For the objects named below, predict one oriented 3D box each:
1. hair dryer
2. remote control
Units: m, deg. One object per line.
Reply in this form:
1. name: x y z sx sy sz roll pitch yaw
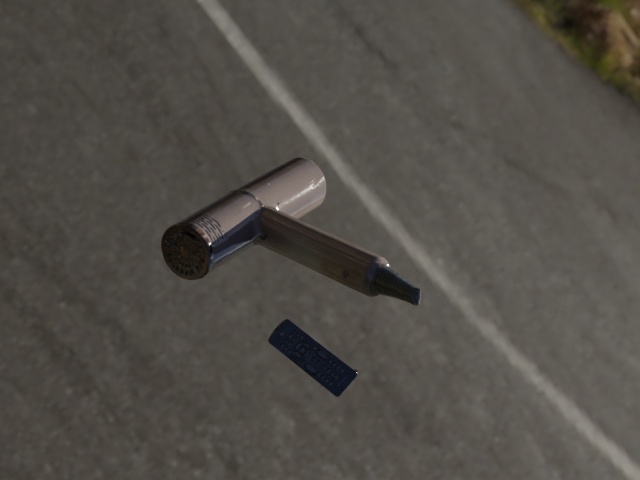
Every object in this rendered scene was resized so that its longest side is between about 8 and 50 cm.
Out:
1. hair dryer: 0.009 -0.003 1.336 0.195 0.220 0.054 -34 132 -53
2. remote control: -0.008 0.107 1.433 0.091 0.034 0.016 40 4 -21
